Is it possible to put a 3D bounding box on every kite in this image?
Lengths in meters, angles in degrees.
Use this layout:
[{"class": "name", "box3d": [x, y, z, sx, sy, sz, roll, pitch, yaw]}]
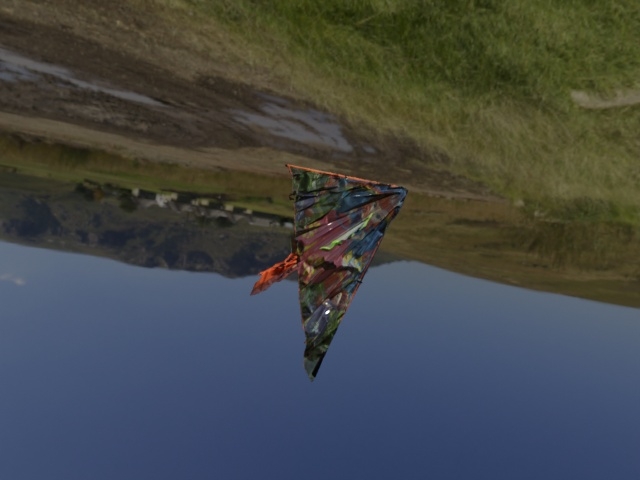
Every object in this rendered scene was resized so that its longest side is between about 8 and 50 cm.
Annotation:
[{"class": "kite", "box3d": [0.000, 0.000, 0.465, 0.009, 0.232, 0.189, 28, 133, -35]}]
